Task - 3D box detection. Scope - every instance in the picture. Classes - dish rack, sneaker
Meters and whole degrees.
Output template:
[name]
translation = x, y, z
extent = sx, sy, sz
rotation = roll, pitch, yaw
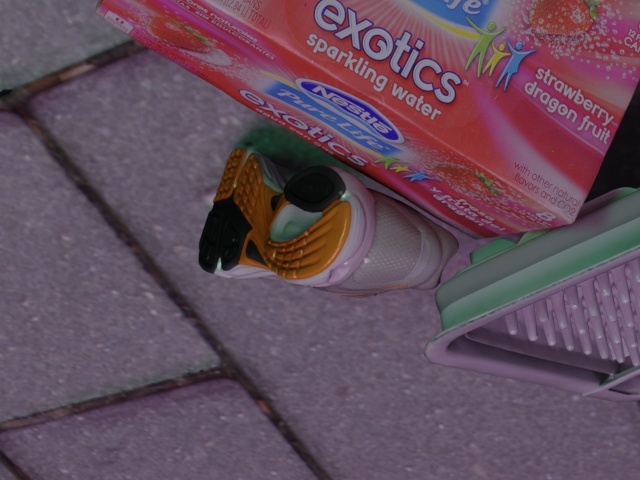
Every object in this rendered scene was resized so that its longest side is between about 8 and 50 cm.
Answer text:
[dish rack]
translation = 0.254, 0.025, 0.928
extent = 0.285, 0.072, 0.333
rotation = -27, 153, 34
[sneaker]
translation = 0.000, 0.000, 0.971
extent = 0.121, 0.099, 0.262
rotation = 19, -179, -26

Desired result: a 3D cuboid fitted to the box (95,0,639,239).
[box]
translation = 0.036, -0.139, 0.822
extent = 0.300, 0.154, 0.142
rotation = 31, 167, -14
